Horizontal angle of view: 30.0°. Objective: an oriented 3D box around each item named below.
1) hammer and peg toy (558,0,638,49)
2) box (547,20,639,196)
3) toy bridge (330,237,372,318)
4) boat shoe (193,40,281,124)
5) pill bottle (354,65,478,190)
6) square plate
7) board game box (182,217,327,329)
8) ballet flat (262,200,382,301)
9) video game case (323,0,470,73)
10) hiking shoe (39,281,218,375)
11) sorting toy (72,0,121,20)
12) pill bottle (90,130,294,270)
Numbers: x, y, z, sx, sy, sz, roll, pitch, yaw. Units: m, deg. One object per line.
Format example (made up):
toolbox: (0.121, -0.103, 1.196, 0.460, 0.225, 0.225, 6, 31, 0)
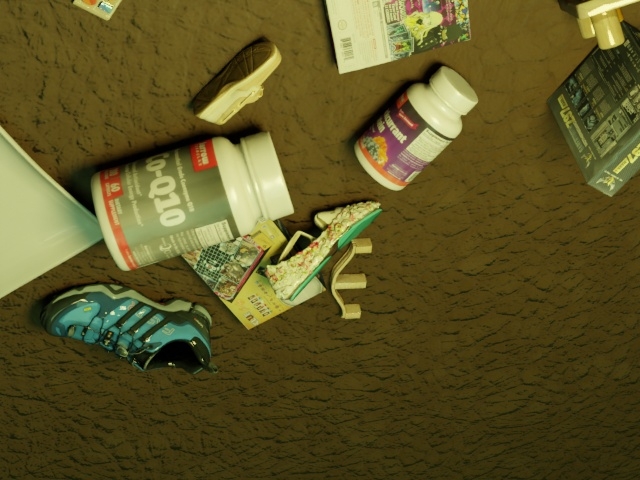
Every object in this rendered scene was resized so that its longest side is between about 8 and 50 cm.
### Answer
hammer and peg toy: (0.523, -0.384, 1.684, 0.362, 0.266, 0.127, -17, 102, 8)
box: (0.459, -0.208, 1.855, 0.059, 0.232, 0.183, 25, 121, -27)
toy bridge: (0.050, 0.073, 2.146, 0.063, 0.026, 0.188, -2, 133, -11)
boat shoe: (-0.115, -0.233, 1.787, 0.170, 0.063, 0.059, -34, 136, 28)
pill bottle: (0.153, -0.179, 1.880, 0.108, 0.108, 0.193, 27, 120, -35)
square plate: (-0.566, -0.039, 1.843, 0.344, 0.049, 0.347, -29, 134, 12)
board game box: (-0.116, 0.040, 2.054, 0.165, 0.042, 0.243, -27, 134, 9)
ballet flat: (0.000, 0.000, 1.999, 0.241, 0.077, 0.091, -44, 172, -17)
video game case: (0.107, -0.367, 1.734, 0.210, 0.041, 0.232, -15, 135, -2)
hiking shoe: (-0.323, 0.155, 2.039, 0.304, 0.132, 0.113, 6, 130, -21)
sorting toy: (-0.316, -0.343, 1.654, 0.083, 0.012, 0.062, 23, 123, -33)
pill bottle: (-0.196, -0.067, 1.846, 0.283, 0.161, 0.161, -17, 135, -1)
